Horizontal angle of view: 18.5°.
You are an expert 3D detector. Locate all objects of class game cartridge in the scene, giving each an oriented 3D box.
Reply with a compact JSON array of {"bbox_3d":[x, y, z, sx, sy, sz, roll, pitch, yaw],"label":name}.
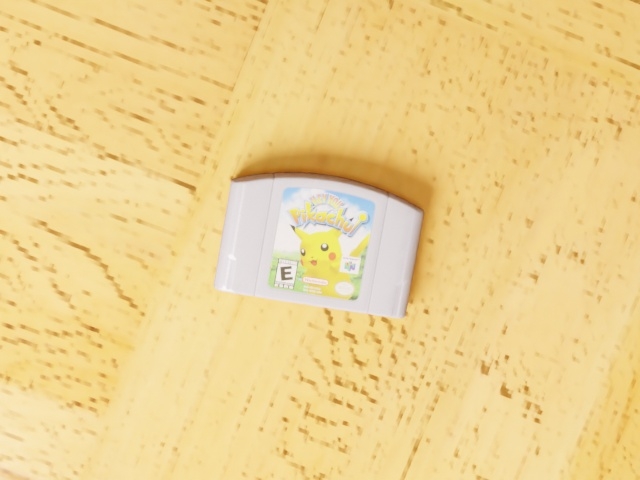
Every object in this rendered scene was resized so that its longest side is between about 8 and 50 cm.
[{"bbox_3d":[0.000,0.000,0.830,0.083,0.017,0.056,8,96,-6],"label":"game cartridge"}]
